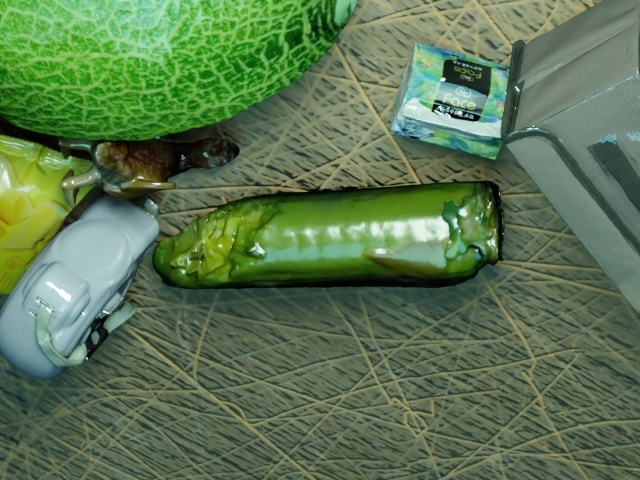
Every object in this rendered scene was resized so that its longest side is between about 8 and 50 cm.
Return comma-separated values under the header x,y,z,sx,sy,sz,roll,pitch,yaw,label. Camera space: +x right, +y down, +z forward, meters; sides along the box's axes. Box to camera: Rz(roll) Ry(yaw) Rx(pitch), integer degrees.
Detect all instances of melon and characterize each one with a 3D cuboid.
x,y,z,sx,sy,sz,roll,pitch,yaw,label
-0.149,-0.253,1.574,0.343,0.226,0.331,4,111,19,melon

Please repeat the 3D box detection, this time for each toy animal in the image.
x,y,z,sx,sy,sz,roll,pitch,yaw,label
-0.170,-0.082,1.716,0.179,0.188,0.089,-5,91,-1,toy animal

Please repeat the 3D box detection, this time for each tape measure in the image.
x,y,z,sx,sy,sz,roll,pitch,yaw,label
-0.254,0.061,1.810,0.105,0.196,0.178,35,137,0,tape measure

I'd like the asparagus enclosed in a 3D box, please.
x,y,z,sx,sy,sz,roll,pitch,yaw,label
0.000,0.000,1.785,0.382,0.128,0.108,-2,92,10,asparagus

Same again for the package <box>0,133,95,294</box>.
x,y,z,sx,sy,sz,roll,pitch,yaw,label
-0.339,-0.025,1.810,0.168,0.090,0.226,13,128,-27,package

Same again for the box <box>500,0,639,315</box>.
x,y,z,sx,sy,sz,roll,pitch,yaw,label
0.304,-0.089,1.643,0.153,0.188,0.252,-28,116,27,box

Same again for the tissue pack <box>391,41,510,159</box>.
x,y,z,sx,sy,sz,roll,pitch,yaw,label
0.133,-0.130,1.692,0.111,0.079,0.085,15,128,-5,tissue pack
